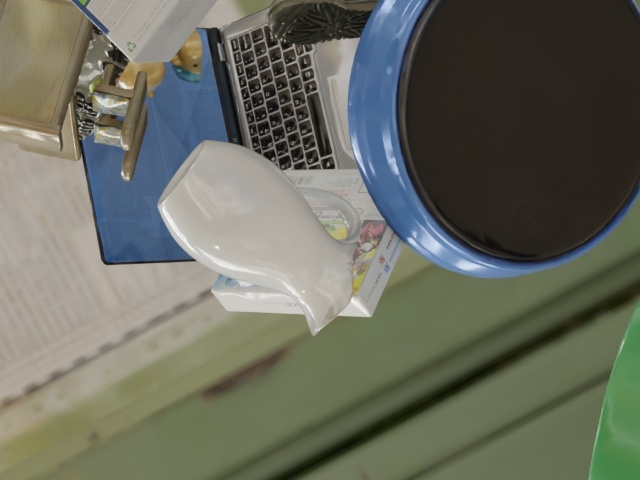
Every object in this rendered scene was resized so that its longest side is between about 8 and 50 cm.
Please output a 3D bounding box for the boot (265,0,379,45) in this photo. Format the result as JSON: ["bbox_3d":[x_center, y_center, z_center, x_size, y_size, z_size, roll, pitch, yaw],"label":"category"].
[{"bbox_3d":[-0.031,-0.318,1.788,0.190,0.076,0.208,-5,-120,-50],"label":"boot"}]

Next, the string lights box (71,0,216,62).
[{"bbox_3d":[-0.196,-0.288,1.370,0.259,0.133,0.077,45,-161,11],"label":"string lights box"}]

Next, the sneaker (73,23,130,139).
[{"bbox_3d":[-0.277,-0.217,1.928,0.107,0.118,0.279,37,140,-14],"label":"sneaker"}]

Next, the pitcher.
[{"bbox_3d":[-0.053,-0.024,1.641,0.207,0.125,0.178,36,-143,-12],"label":"pitcher"}]

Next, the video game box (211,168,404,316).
[{"bbox_3d":[0.000,0.000,1.811,0.205,0.187,0.048,1,138,35],"label":"video game box"}]

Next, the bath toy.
[{"bbox_3d":[-0.339,-0.232,2.199,0.151,0.348,0.129,50,150,45],"label":"bath toy"}]

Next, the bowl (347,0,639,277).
[{"bbox_3d":[0.217,-0.150,1.766,0.077,0.391,0.391,10,131,61],"label":"bowl"}]

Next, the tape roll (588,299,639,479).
[{"bbox_3d":[0.351,0.188,1.580,0.077,0.321,0.321,13,151,26],"label":"tape roll"}]

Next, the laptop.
[{"bbox_3d":[-0.117,-0.184,2.308,0.236,0.408,0.382,20,-126,-62],"label":"laptop"}]

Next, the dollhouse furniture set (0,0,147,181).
[{"bbox_3d":[-0.314,-0.137,1.767,0.242,0.212,0.161,100,-178,-64],"label":"dollhouse furniture set"}]
